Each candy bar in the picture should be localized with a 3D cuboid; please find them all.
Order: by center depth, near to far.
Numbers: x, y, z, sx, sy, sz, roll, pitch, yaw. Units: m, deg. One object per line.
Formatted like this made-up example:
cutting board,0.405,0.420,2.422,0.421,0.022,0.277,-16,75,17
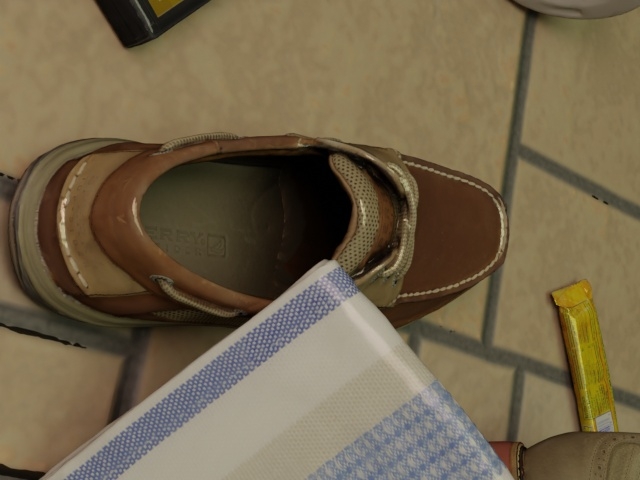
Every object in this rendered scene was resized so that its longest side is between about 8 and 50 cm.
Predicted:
candy bar,0.200,0.111,0.847,0.040,0.018,0.161,-14,95,-37

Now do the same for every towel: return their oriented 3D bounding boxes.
towel,0.010,0.175,0.536,0.209,0.034,0.285,-39,85,3

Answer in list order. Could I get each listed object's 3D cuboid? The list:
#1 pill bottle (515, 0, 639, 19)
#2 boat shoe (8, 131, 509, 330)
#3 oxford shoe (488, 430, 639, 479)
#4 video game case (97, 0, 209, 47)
pill bottle,0.198,-0.282,0.816,0.124,0.124,0.221,28,68,-35
boat shoe,0.000,0.000,0.624,0.324,0.116,0.123,-4,88,-40
oxford shoe,0.180,0.280,0.674,0.123,0.130,0.348,38,40,-66
video game case,-0.088,-0.286,0.635,0.248,0.035,0.274,-44,114,-34
